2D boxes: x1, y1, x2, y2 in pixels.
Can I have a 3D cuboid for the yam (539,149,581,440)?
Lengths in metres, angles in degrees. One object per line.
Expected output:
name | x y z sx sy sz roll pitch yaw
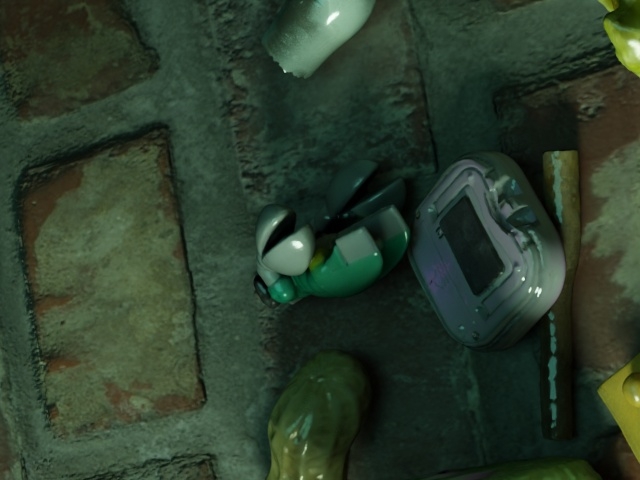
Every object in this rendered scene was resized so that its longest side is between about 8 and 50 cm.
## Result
yam | 0.270 0.061 2.034 0.045 0.045 0.326 -170 80 -71

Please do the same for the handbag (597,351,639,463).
handbag | 0.456 0.131 1.807 0.401 0.133 0.283 -55 49 39

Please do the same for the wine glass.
wine glass | 0.021 -0.302 2.184 0.222 0.103 0.103 -48 64 27

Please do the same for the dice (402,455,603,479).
dice | 0.150 0.412 1.958 0.330 0.322 0.318 -15 82 39

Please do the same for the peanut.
peanut | -0.014 0.266 2.207 0.111 0.125 0.274 20 103 34

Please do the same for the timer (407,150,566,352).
timer | 0.184 0.013 2.058 0.191 0.069 0.208 -54 51 40

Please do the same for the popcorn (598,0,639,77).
popcorn | 0.377 -0.306 1.844 0.242 0.235 0.250 -30 33 30

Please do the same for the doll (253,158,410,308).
doll | -0.009 0.008 2.157 0.258 0.195 0.153 -32 96 28
